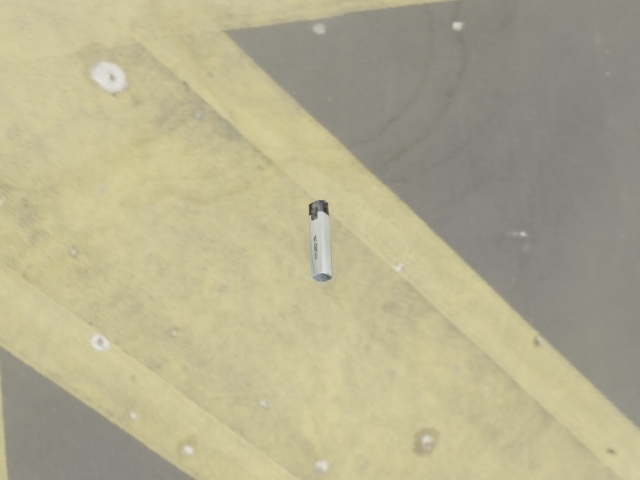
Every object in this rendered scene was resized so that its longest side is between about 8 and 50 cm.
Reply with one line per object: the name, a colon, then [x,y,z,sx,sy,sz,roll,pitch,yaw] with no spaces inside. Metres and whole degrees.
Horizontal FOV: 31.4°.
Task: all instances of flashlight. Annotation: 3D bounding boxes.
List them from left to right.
flashlight: [0.000,0.000,1.106,0.018,0.018,0.083,35,43,-46]
